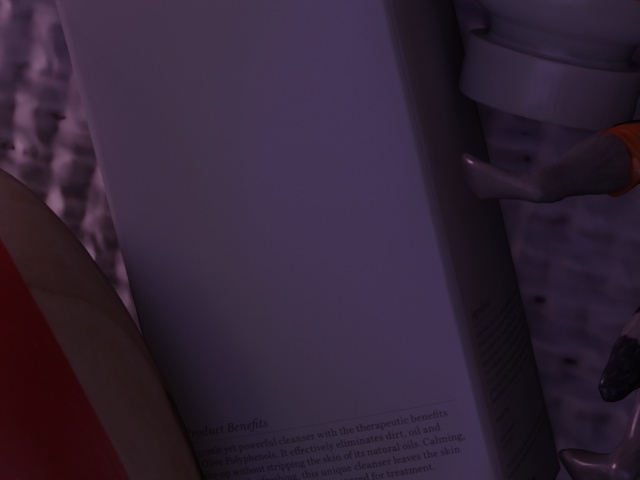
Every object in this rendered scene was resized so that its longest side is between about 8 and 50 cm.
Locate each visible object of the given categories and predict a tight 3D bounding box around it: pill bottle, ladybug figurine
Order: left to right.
[{"bbox_3d":[-0.196,0.163,1.058,0.305,0.162,0.449,-25,86,49],"label":"ladybug figurine"},{"bbox_3d":[0.148,-0.179,1.005,0.121,0.121,0.221,15,105,13],"label":"pill bottle"}]

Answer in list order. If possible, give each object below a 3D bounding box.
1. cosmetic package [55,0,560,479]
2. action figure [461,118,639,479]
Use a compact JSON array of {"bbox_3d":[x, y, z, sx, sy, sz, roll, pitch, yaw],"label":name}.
[{"bbox_3d":[0.000,0.000,1.067,0.197,0.155,0.365,-10,98,19],"label":"cosmetic package"},{"bbox_3d":[0.275,0.027,0.964,0.330,0.178,0.341,-24,99,-8],"label":"action figure"}]
